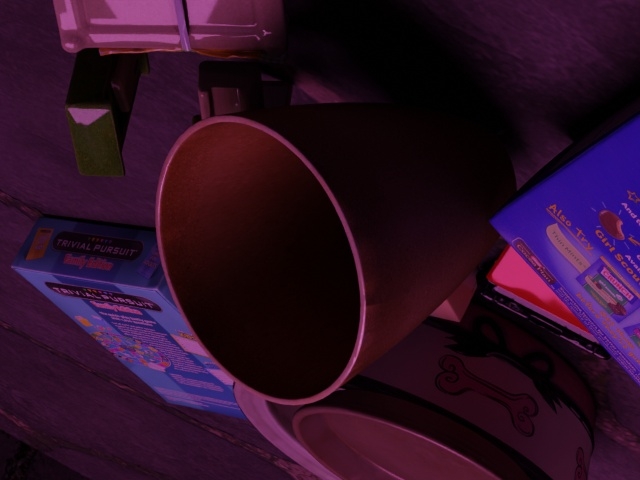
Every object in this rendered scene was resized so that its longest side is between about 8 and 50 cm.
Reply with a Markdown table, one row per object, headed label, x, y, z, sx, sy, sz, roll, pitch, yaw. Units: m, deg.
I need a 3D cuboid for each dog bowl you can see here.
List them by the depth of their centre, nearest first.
| label | x | y | z | sx | sy | sz | roll | pitch | yaw |
| --- | --- | --- | --- | --- | --- | --- | --- | --- | --- |
| dog bowl | 0.117 | 0.184 | 2.178 | 0.408 | 0.150 | 0.408 | 23 | 158 | 10 |

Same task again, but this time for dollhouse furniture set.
| label | x | y | z | sx | sy | sz | roll | pitch | yaw |
| --- | --- | --- | --- | --- | --- | --- | --- | --- | --- |
| dollhouse furniture set | -0.117 | -0.205 | 1.668 | 0.198 | 0.151 | 0.301 | 2 | 136 | 7 |

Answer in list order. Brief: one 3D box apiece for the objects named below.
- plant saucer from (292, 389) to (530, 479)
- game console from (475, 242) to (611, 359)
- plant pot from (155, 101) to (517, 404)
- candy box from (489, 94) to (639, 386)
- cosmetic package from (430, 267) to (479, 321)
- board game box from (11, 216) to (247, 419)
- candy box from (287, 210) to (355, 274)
| label | x | y | z | sx | sy | sz | roll | pitch | yaw |
| --- | --- | --- | --- | --- | --- | --- | --- | --- | --- |
| plant saucer | 0.103 | 0.228 | 2.037 | 0.278 | 0.041 | 0.278 | 24 | 159 | 10 |
| game console | 0.231 | 0.044 | 1.909 | 0.144 | 0.085 | 0.124 | 28 | -170 | -2 |
| plant pot | 0.035 | -0.018 | 1.638 | 0.237 | 0.254 | 0.237 | 20 | 120 | 40 |
| candy box | 0.308 | 0.007 | 1.500 | 0.268 | 0.122 | 0.317 | 48 | 158 | -2 |
| cosmetic package | 0.113 | 0.025 | 1.937 | 0.041 | 0.060 | 0.115 | 14 | 157 | 30 |
| board game box | -0.175 | 0.102 | 2.420 | 0.254 | 0.079 | 0.336 | 7 | 151 | 41 |
| candy box | 0.000 | 0.000 | 1.819 | 0.070 | 0.196 | 0.165 | 30 | 159 | -10 |
